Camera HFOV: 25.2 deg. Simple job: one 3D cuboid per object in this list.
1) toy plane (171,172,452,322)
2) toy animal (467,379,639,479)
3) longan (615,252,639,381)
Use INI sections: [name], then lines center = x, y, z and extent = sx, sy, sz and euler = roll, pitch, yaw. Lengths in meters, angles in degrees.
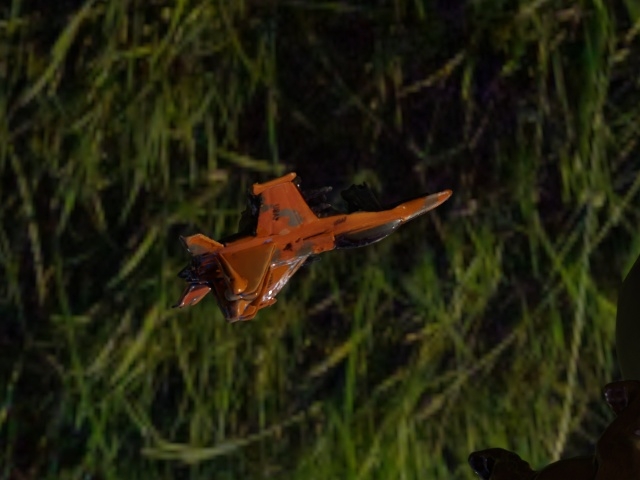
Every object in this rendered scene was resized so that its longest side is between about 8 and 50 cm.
[toy plane]
center = -0.006, -0.009, 0.891
extent = 0.188, 0.062, 0.135
euler = -28, 152, -25
[toy animal]
center = 0.187, 0.203, 1.069
extent = 0.312, 0.157, 0.097
euler = -31, 106, 38
[longan]
center = 0.405, 0.070, 1.172
extent = 0.319, 0.319, 0.319
euler = -2, 148, -1
